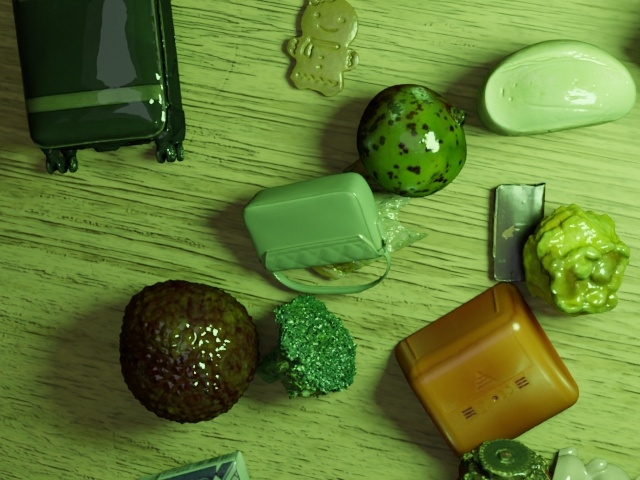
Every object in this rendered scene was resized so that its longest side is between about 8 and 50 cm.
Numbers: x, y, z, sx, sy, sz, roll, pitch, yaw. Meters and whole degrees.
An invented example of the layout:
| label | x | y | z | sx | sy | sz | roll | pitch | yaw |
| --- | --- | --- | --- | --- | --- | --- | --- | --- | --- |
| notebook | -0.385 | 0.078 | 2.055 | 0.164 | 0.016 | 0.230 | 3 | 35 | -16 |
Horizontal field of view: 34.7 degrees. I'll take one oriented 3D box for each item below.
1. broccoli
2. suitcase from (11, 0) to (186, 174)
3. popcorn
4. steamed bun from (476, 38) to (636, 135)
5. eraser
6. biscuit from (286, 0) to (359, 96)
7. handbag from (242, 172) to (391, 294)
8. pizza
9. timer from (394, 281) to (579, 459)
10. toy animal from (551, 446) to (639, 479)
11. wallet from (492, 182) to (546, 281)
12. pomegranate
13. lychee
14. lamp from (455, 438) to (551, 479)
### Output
| label | x | y | z | sx | sy | sz | roll | pitch | yaw |
| --- | --- | --- | --- | --- | --- | --- | --- | --- | --- |
| broccoli | -0.038 | 0.209 | 1.859 | 0.219 | 0.194 | 0.194 | 40 | 100 | -21 |
| suitcase | -0.397 | -0.343 | 1.812 | 0.283 | 0.194 | 0.434 | -5 | 94 | 8 |
| popcorn | 0.440 | 0.035 | 1.749 | 0.197 | 0.155 | 0.198 | 0 | 90 | -13 |
| steamed bun | 0.385 | -0.257 | 1.709 | 0.250 | 0.200 | 0.155 | -9 | 93 | 6 |
| eraser | -0.235 | 0.486 | 1.934 | 0.210 | 0.068 | 0.125 | -17 | 97 | 9 |
| biscuit | 0.011 | -0.351 | 1.839 | 0.133 | 0.027 | 0.184 | 27 | 99 | 6 |
| handbag | 0.000 | 0.000 | 1.810 | 0.256 | 0.079 | 0.219 | -8 | 118 | 26 |
| pizza | 0.065 | -0.019 | 1.860 | 0.262 | 0.034 | 0.181 | -1 | 95 | 8 |
| timer | 0.301 | 0.252 | 1.823 | 0.257 | 0.161 | 0.250 | -32 | 106 | 9 |
| toy animal | 0.510 | 0.443 | 1.807 | 0.212 | 0.124 | 0.124 | 10 | 97 | 10 |
| wallet | 0.354 | -0.015 | 1.827 | 0.095 | 0.026 | 0.176 | -1 | 98 | 2 |
| pomegranate | 0.145 | -0.164 | 1.778 | 0.198 | 0.246 | 0.198 | 7 | 71 | -21 |
| lychee | -0.237 | 0.194 | 1.822 | 0.260 | 0.260 | 0.261 | 1 | 96 | 8 |
| lamp | 0.319 | 0.476 | 1.781 | 0.177 | 0.177 | 0.274 | -2 | 120 | 8 |
